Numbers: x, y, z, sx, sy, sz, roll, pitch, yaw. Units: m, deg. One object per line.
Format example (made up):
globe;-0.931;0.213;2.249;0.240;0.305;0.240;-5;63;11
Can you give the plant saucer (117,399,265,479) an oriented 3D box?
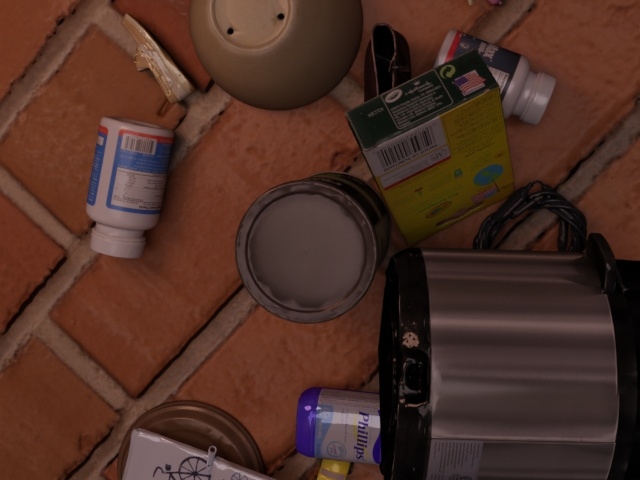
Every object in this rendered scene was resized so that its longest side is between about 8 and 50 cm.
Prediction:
plant saucer;-0.238;0.424;1.517;0.278;0.041;0.277;1;98;10

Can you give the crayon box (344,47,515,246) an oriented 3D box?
crayon box;0.174;-0.124;1.266;0.202;0.318;0.081;-26;60;4

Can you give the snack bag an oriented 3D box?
snack bag;-0.214;0.511;1.479;0.343;0.037;0.323;19;105;9

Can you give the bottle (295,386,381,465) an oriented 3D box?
bottle;0.102;0.316;1.419;0.283;0.092;0.118;5;103;8

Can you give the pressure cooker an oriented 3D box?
pressure cooker;0.298;0.198;1.221;0.421;0.370;0.375;1;73;1

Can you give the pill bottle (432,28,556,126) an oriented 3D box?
pill bottle;0.264;-0.246;1.311;0.180;0.108;0.108;22;100;5

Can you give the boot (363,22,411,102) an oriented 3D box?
boot;0.097;-0.199;1.293;0.090;0.207;0.248;0;97;9

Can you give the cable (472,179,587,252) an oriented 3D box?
cable;0.336;0.003;1.369;0.150;0.047;0.184;40;106;-6

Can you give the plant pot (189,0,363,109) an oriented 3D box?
plant pot;-0.084;-0.347;1.312;0.284;0.191;0.284;1;97;9

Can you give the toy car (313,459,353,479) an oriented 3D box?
toy car;-0.017;0.496;1.482;0.225;0.053;0.239;-19;94;11

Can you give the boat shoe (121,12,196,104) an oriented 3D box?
boat shoe;-0.282;-0.301;1.414;0.059;0.063;0.170;-40;91;6

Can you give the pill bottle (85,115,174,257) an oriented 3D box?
pill bottle;-0.323;-0.088;1.419;0.124;0.124;0.221;14;100;7

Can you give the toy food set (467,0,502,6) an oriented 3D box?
toy food set;0.283;-0.412;1.332;0.122;0.019;0.078;-18;95;3

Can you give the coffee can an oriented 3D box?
coffee can;0.000;0.000;1.300;0.202;0.275;0.201;1;97;9
